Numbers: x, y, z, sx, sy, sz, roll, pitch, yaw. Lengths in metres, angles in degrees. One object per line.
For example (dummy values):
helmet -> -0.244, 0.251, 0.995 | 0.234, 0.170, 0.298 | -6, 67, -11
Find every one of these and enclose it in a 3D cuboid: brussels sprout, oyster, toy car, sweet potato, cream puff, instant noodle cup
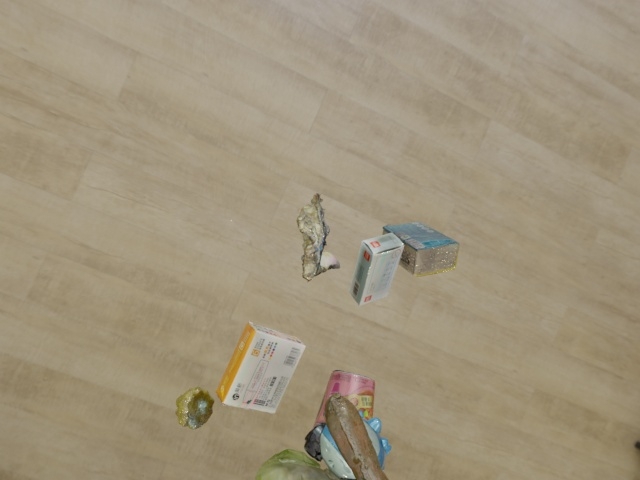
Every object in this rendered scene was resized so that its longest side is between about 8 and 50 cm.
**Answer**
brussels sprout -> -0.061, 0.767, 1.330 | 0.243, 0.317, 0.273 | 33, 71, -54
oyster -> -0.009, 0.000, 1.159 | 0.092, 0.259, 0.198 | -10, 136, 1
toy car -> 0.085, 0.528, 1.186 | 0.190, 0.255, 0.188 | -42, 62, -13
sweet potato -> 0.084, 0.432, 0.919 | 0.075, 0.075, 0.273 | -27, 76, -9
cream puff -> -0.451, 0.586, 1.629 | 0.146, 0.116, 0.146 | 15, 69, -45
instant noodle cup -> 0.089, 0.603, 1.639 | 0.244, 0.244, 0.254 | 20, 66, -11

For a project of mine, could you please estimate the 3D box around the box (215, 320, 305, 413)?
box -> -0.204, 0.441, 1.596 | 0.221, 0.091, 0.273 | 27, 87, -32

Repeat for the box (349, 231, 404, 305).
box -> 0.194, 0.101, 1.628 | 0.135, 0.079, 0.269 | -16, 137, -26

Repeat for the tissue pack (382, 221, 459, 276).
tissue pack -> 0.373, 0.030, 1.789 | 0.193, 0.271, 0.133 | -7, 113, -19
